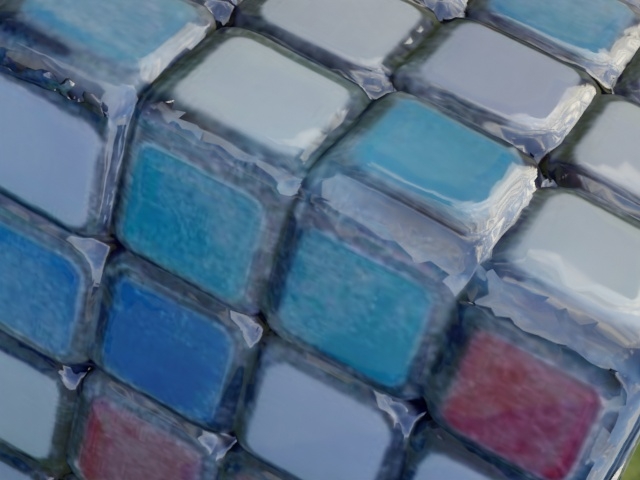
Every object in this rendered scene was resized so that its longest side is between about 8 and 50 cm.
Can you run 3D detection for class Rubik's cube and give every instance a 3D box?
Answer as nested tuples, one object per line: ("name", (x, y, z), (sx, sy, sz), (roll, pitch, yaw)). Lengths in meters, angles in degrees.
("Rubik's cube", (0.000, 0.000, 0.665), (0.293, 0.292, 0.287), (-53, 166, -47))
